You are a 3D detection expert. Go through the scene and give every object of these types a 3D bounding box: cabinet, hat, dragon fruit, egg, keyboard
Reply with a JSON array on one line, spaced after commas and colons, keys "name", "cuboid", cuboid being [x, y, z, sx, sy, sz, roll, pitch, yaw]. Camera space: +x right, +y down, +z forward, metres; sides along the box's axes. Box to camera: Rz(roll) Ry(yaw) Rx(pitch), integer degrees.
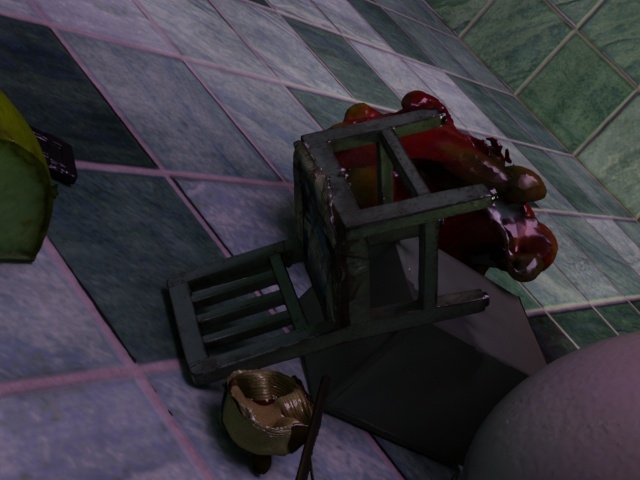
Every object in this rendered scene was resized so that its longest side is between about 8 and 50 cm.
[{"name": "cabinet", "cuboid": [0.104, 0.109, 1.075, 0.206, 0.150, 0.145, 29, 29, -31]}, {"name": "hat", "cuboid": [-0.046, 0.147, 0.876, 0.076, 0.059, 0.077, 6, 33, -32]}, {"name": "dragon fruit", "cuboid": [0.127, -0.047, 1.245, 0.307, 0.227, 0.243, 23, 1, 6]}, {"name": "egg", "cuboid": [0.288, 0.237, 0.927, 0.340, 0.354, 0.354, 14, 25, -2]}, {"name": "keyboard", "cuboid": [-0.313, -0.110, 0.967, 0.204, 0.013, 0.061, 26, 26, -34]}]

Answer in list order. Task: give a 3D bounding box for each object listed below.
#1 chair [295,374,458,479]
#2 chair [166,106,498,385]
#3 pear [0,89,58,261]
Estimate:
[{"name": "chair", "cuboid": [-0.002, 0.232, 0.658, 0.170, 0.160, 0.325, 39, 20, -3]}, {"name": "chair", "cuboid": [0.000, 0.000, 0.913, 0.271, 0.147, 0.136, -12, 42, -9]}, {"name": "pear", "cuboid": [-0.335, -0.103, 0.775, 0.239, 0.139, 0.288, 42, 18, 23]}]
